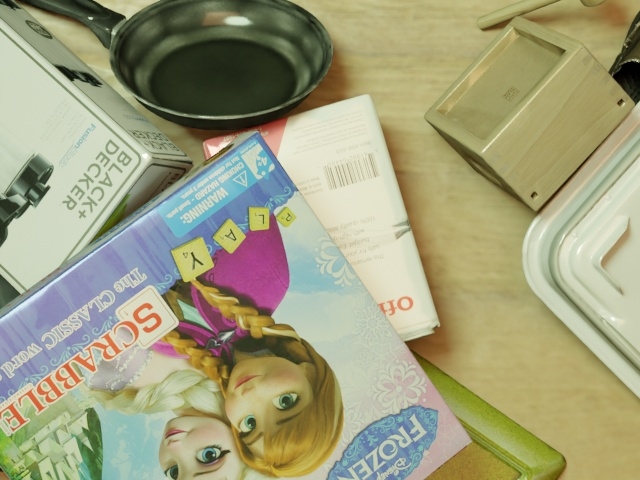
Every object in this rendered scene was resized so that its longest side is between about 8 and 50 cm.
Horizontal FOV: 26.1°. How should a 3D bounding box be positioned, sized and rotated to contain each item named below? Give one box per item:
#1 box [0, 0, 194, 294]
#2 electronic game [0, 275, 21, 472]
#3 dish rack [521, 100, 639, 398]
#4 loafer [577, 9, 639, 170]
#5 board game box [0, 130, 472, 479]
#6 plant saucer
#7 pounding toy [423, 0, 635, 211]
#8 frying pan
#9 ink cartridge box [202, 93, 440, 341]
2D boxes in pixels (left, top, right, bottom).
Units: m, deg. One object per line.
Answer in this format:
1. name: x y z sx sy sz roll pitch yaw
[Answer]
1. box: -0.272 -0.097 1.186 0.290 0.087 0.169 43 101 13
2. electronic game: -0.247 0.092 1.208 0.229 0.048 0.229 3 66 -6
3. dish rack: 0.373 -0.009 1.222 0.285 0.072 0.333 44 86 -15
4. loafer: 0.308 -0.154 1.262 0.080 0.078 0.220 31 85 1
5. board game box: -0.091 0.131 1.113 0.318 0.066 0.318 -37 100 -10
6. plant saucer: 0.100 0.223 1.239 0.188 0.045 0.188 35 84 1
7. pounding toy: 0.202 -0.149 1.238 0.206 0.181 0.094 -47 117 1
8. frying pan: -0.152 -0.162 1.224 0.326 0.053 0.197 2 43 2
9. ink cartridge box: 0.000 0.000 1.232 0.158 0.092 0.218 -16 85 -3
